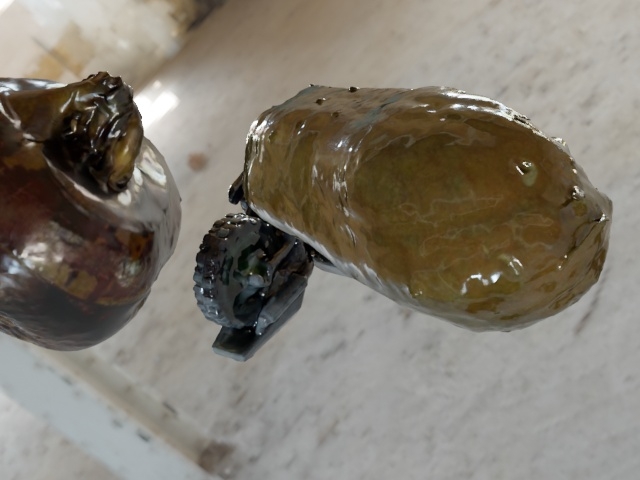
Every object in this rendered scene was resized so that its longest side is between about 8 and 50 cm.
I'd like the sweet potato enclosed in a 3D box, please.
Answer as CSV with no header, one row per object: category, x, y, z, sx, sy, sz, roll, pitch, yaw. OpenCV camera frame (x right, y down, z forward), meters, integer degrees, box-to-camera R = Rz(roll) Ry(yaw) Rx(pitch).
sweet potato,0.018,-0.016,0.448,0.062,0.081,0.233,-53,18,-5

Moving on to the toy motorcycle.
toy motorcycle,0.000,0.000,1.037,0.106,0.159,0.270,12,41,35

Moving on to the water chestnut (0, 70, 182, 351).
water chestnut,-0.200,-0.032,1.005,0.238,0.223,0.224,-46,20,22
